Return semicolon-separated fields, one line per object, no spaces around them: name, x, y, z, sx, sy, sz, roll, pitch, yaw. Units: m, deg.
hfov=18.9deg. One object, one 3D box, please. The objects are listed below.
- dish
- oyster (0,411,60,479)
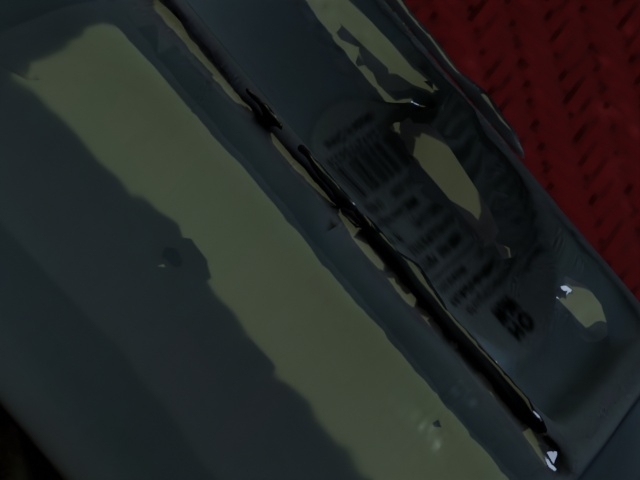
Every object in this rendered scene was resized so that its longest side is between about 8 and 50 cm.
dish;0.000;0.000;0.478;0.243;0.080;0.182;50;32;1
oyster;-0.043;0.071;0.474;0.103;0.051;0.148;-6;63;-54
